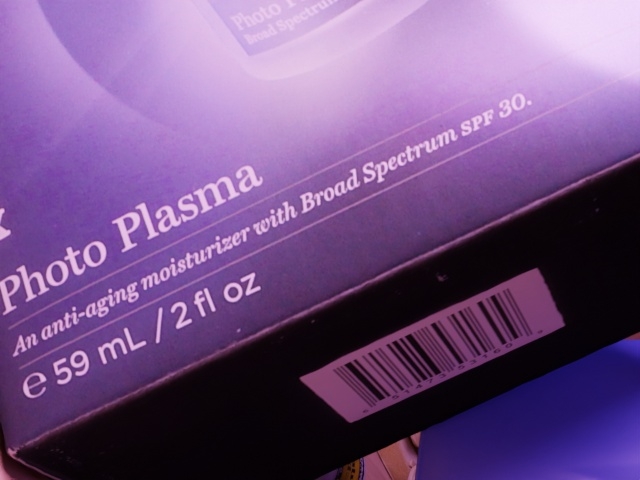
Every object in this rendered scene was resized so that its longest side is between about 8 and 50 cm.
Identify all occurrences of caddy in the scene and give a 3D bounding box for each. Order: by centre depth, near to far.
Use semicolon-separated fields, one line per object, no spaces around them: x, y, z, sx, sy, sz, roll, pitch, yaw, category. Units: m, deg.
0.131;0.203;0.699;0.241;0.179;0.341;77;20;-68;caddy

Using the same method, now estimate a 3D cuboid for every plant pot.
0.072;0.173;1.489;0.236;0.032;0.236;-90;154;-72;plant pot

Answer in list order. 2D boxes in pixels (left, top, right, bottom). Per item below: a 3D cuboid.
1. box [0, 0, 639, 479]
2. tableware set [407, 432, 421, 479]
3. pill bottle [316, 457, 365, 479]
-0.010;-0.073;0.624;0.294;0.296;0.183;68;8;27;box
0.107;0.225;1.398;0.141;0.020;0.169;55;37;-52;tableware set
-0.009;0.136;0.858;0.116;0.065;0.065;46;20;-71;pill bottle
